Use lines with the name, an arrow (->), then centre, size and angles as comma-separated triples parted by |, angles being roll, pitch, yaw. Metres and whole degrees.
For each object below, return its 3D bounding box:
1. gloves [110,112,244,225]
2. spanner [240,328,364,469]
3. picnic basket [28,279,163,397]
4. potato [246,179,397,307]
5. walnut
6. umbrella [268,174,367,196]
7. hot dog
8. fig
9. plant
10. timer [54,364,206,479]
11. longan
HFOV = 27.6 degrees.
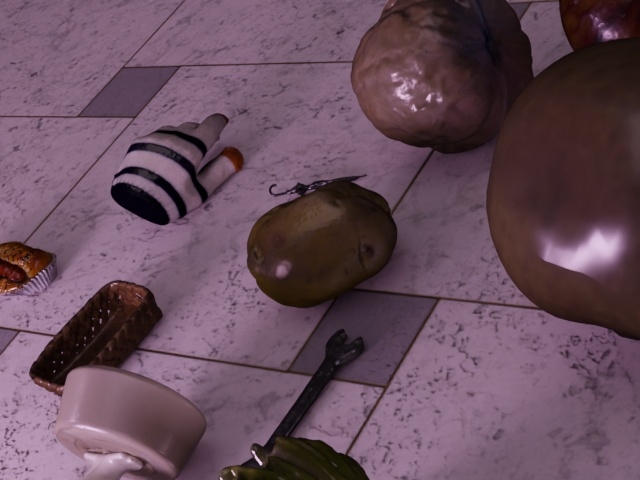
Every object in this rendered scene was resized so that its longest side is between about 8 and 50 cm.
gloves -> -0.218, -0.128, 2.003 | 0.140, 0.131, 0.219 | 10, 58, 38
spanner -> -0.025, 0.201, 1.549 | 0.054, 0.015, 0.254 | 7, 47, 38
picnic basket -> -0.303, 0.140, 1.773 | 0.110, 0.055, 0.193 | 12, 50, 41
potato -> 0.002, 0.004, 1.687 | 0.200, 0.137, 0.154 | -25, 4, 2
walnut -> 0.166, -0.239, 1.811 | 0.248, 0.248, 0.248 | -17, 36, 13
umbrella -> -0.003, -0.078, 1.894 | 0.149, 0.022, 0.022 | -5, 3, 15
hot dog -> -0.488, 0.043, 2.018 | 0.192, 0.053, 0.099 | 10, 45, 37
fig -> 0.437, -0.321, 1.772 | 0.235, 0.214, 0.235 | 4, 42, -3
plant -> 0.036, 0.311, 1.231 | 0.333, 0.180, 0.251 | 10, 38, 36
timer -> -0.255, 0.297, 1.484 | 0.175, 0.175, 0.266 | 1, 58, 33
longan -> 0.354, -0.044, 1.376 | 0.361, 0.361, 0.361 | -17, 36, 13
